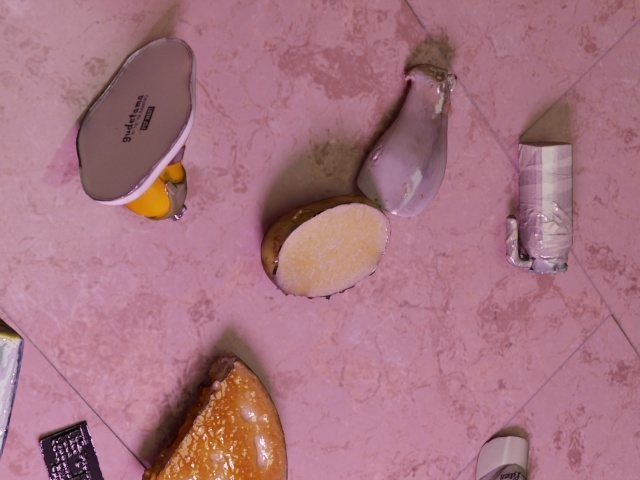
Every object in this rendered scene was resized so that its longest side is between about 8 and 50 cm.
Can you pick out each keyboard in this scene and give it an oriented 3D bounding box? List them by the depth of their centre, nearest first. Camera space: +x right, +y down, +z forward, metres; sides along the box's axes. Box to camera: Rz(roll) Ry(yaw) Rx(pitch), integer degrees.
[{"bbox_3d":[-0.321,0.345,1.870,0.074,0.015,0.196,-20,107,-24],"label":"keyboard"}]

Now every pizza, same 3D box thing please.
[{"bbox_3d":[-0.154,0.310,1.914,0.229,0.081,0.289,-19,106,-30],"label":"pizza"}]

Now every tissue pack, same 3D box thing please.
[{"bbox_3d":[-0.432,0.171,1.648,0.081,0.257,0.185,11,94,-27],"label":"tissue pack"}]

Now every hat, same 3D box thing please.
[{"bbox_3d":[0.303,0.392,2.176,0.122,0.081,0.166,17,80,-31],"label":"hat"}]

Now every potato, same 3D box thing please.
[{"bbox_3d":[0.000,0.000,1.950,0.200,0.081,0.164,-9,126,-32],"label":"potato"}]

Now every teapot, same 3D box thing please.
[{"bbox_3d":[0.331,-0.048,2.118,0.107,0.077,0.200,-7,101,-23],"label":"teapot"}]

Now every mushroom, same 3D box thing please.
[{"bbox_3d":[0.140,-0.143,1.994,0.116,0.093,0.225,26,90,-7],"label":"mushroom"}]

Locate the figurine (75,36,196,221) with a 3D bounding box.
[{"bbox_3d":[-0.205,-0.124,1.806,0.141,0.166,0.250,48,60,-48],"label":"figurine"}]
